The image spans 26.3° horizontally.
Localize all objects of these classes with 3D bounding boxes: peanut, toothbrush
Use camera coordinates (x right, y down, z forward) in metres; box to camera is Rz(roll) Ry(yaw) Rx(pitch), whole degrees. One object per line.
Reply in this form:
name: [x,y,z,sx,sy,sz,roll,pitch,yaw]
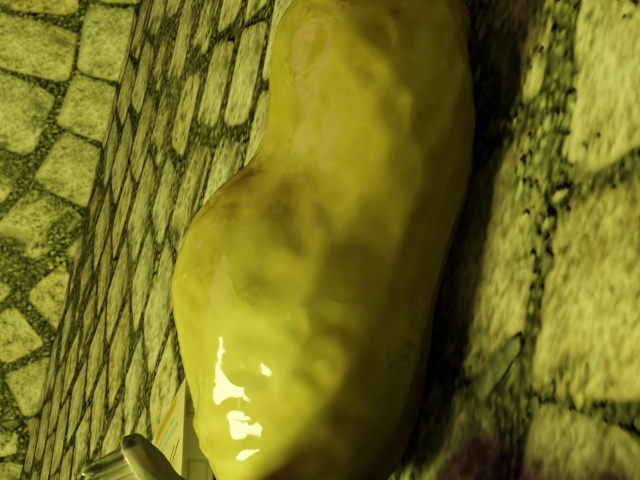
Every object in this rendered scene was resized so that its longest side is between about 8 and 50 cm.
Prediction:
peanut: [0.000,0.000,0.742,0.147,0.147,0.318,-160,82,-73]
toothbrush: [-0.054,0.155,0.723,0.354,0.029,0.024,64,-178,-66]

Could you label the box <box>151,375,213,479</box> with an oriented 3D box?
box: [-0.124,0.233,1.190,0.129,0.033,0.247,120,156,-47]
